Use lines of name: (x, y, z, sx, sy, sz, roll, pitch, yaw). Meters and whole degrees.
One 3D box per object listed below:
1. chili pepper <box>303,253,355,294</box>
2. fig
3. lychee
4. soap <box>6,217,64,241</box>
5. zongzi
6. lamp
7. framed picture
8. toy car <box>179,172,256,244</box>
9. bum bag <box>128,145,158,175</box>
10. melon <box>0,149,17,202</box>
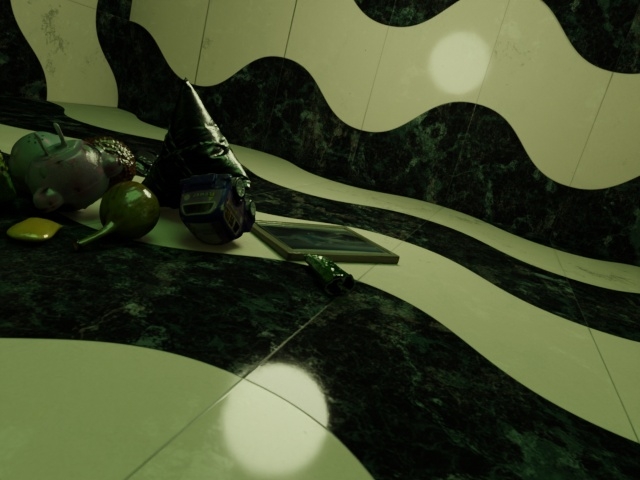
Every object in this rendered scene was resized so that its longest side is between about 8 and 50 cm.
chili pepper: (0.003, 0.078, 1.365, 0.088, 0.059, 0.227, 1, 18, -28)
fig: (-0.499, -0.060, 1.236, 0.151, 0.151, 0.259, 16, 19, 6)
lychee: (-0.693, -0.244, 1.619, 0.200, 0.200, 0.238, 0, 3, -44)
soap: (-0.656, -0.029, 1.171, 0.089, 0.033, 0.168, 13, 14, -15)
zongzi: (-0.400, -0.280, 1.545, 0.383, 0.362, 0.319, -13, 10, 45)
lamp: (-0.711, -0.210, 1.370, 0.301, 0.247, 0.247, 27, 49, 34)
framed picture: (0.000, 0.000, 1.695, 0.446, 0.028, 0.326, 3, 19, -36)
toy car: (-0.288, -0.071, 1.414, 0.172, 0.158, 0.235, -4, -32, 17)
bum bag: (-0.737, -0.333, 2.113, 0.137, 0.074, 0.310, 20, 17, -27)
melon: (-0.872, -0.149, 1.268, 0.169, 0.129, 0.265, -20, 34, -26)
